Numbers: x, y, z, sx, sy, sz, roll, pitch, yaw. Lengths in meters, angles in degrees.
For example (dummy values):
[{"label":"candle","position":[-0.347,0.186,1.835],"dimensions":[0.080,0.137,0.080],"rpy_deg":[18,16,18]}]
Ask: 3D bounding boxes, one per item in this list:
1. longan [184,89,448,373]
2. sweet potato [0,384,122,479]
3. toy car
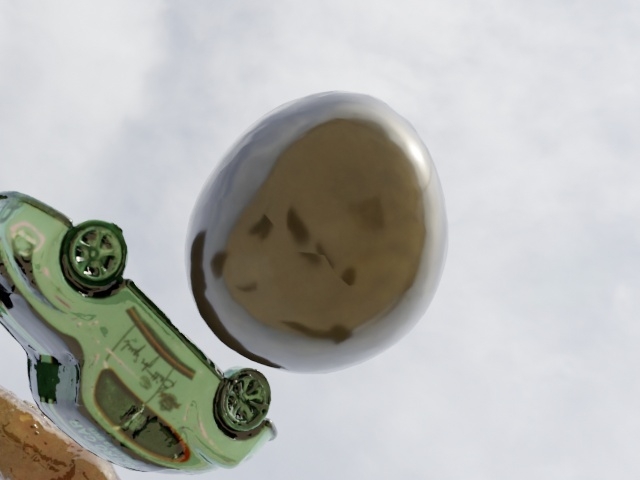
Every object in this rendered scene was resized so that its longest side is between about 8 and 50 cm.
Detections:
[{"label":"longan","position":[0.000,0.000,0.615],"dimensions":[0.198,0.198,0.212],"rpy_deg":[18,-52,-14]},{"label":"sweet potato","position":[-0.343,0.239,0.993],"dimensions":[0.355,0.106,0.095],"rpy_deg":[35,-92,4]},{"label":"toy car","position":[-0.168,0.095,0.686],"dimensions":[0.306,0.136,0.125],"rpy_deg":[49,-122,-29]}]
